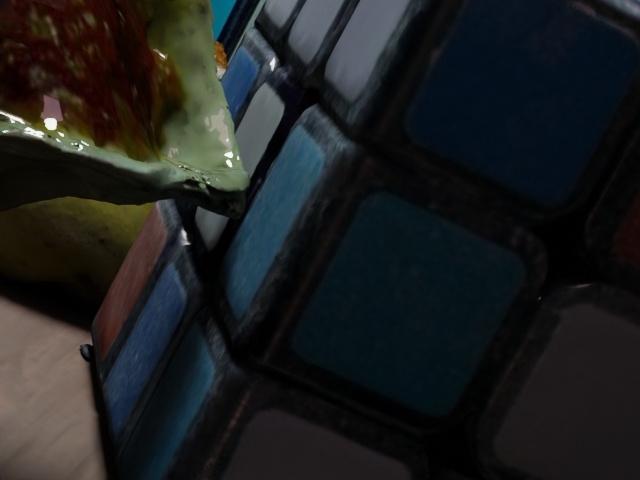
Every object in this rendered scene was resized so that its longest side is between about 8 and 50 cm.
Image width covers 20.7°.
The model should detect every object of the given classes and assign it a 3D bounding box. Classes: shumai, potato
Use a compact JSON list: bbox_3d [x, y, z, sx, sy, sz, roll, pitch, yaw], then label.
[{"bbox_3d":[-0.204,-0.064,0.825,0.288,0.292,0.330,37,39,25],"label":"shumai"},{"bbox_3d":[-0.157,-0.035,1.172,0.200,0.137,0.154,24,13,-32],"label":"potato"}]

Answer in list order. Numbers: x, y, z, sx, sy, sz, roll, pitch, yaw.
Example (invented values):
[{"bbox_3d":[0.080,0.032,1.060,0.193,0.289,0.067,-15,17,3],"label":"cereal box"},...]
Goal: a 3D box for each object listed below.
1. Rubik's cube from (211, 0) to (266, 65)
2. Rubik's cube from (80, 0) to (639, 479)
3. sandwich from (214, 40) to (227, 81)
[{"bbox_3d":[-0.089,-0.206,1.839,0.246,0.250,0.248,17,14,-48],"label":"Rubik's cube"},{"bbox_3d":[0.102,0.029,0.966,0.359,0.363,0.362,24,14,-14],"label":"Rubik's cube"},{"bbox_3d":[-0.137,-0.123,1.585,0.109,0.160,0.185,17,-6,45],"label":"sandwich"}]
